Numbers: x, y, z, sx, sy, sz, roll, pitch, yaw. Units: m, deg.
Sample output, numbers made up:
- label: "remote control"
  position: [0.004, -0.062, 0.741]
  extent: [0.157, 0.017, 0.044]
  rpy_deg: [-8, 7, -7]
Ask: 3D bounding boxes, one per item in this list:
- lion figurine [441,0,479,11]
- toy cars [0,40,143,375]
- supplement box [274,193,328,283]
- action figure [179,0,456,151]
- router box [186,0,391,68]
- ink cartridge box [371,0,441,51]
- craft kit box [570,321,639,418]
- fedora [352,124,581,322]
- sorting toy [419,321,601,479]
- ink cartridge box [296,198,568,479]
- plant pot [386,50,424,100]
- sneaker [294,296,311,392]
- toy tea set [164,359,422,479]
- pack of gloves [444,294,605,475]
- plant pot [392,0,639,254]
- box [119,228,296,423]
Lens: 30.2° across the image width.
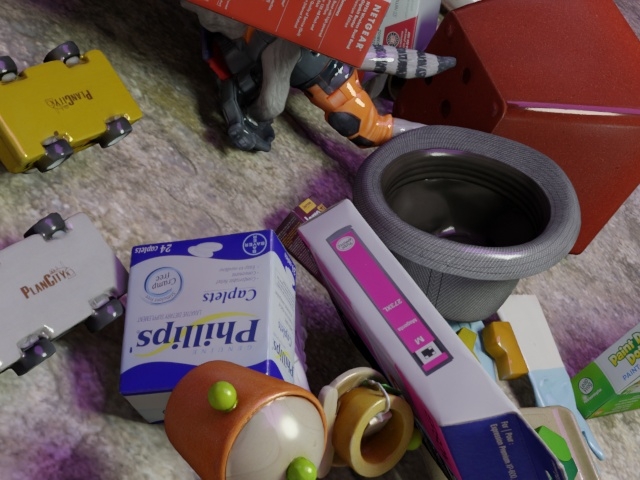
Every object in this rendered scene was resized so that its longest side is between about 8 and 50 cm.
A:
- label: "lion figurine"
  position: [0.232, -0.392, 1.866]
  extent: [0.392, 0.142, 0.240]
  rpy_deg: [60, 28, 2]
- label: "toy cars"
  position: [-0.246, -0.028, 1.005]
  extent: [0.176, 0.087, 0.394]
  rpy_deg: [32, 38, -35]
- label: "supplement box"
  position: [0.000, 0.000, 1.250]
  extent: [0.083, 0.043, 0.055]
  rpy_deg: [43, 34, 3]
- label: "action figure"
  position: [-0.018, -0.240, 1.389]
  extent: [0.330, 0.178, 0.341]
  rpy_deg: [23, 37, -37]
- label: "router box"
  position: [-0.073, -0.341, 1.277]
  extent: [0.301, 0.082, 0.335]
  rpy_deg: [21, 32, -9]
- label: "ink cartridge box"
  position: [0.060, -0.325, 1.541]
  extent: [0.176, 0.128, 0.127]
  rpy_deg: [16, 30, 16]
- label: "craft kit box"
  position: [0.446, 0.111, 1.391]
  extent: [0.249, 0.247, 0.061]
  rpy_deg: [0, 49, -46]
- label: "fedora"
  position: [0.149, -0.006, 1.281]
  extent: [0.243, 0.124, 0.275]
  rpy_deg: [14, 32, 5]
- label: "sorting toy"
  position: [0.196, 0.217, 1.166]
  extent: [0.229, 0.041, 0.307]
  rpy_deg: [3, 59, -43]
- label: "ink cartridge box"
  position: [0.102, 0.129, 1.020]
  extent: [0.371, 0.069, 0.176]
  rpy_deg: [50, -11, 48]
- label: "plant pot"
  position: [0.112, -0.241, 1.610]
  extent: [0.083, 0.083, 0.079]
  rpy_deg: [10, 33, -38]
- label: "sneaker"
  position: [-0.042, 0.097, 1.065]
  extent: [0.115, 0.090, 0.232]
  rpy_deg: [4, 50, -48]
- label: "toy tea set"
  position: [0.006, 0.198, 0.892]
  extent: [0.336, 0.200, 0.124]
  rpy_deg: [9, 11, -44]
- label: "pack of gloves"
  position: [0.207, 0.173, 1.281]
  extent: [0.195, 0.046, 0.232]
  rpy_deg: [1, 61, -45]
- label: "plant pot"
  position: [0.251, -0.162, 1.512]
  extent: [0.235, 0.267, 0.267]
  rpy_deg: [1, 50, -29]
- label: "box"
  position: [-0.090, 0.071, 0.972]
  extent: [0.072, 0.126, 0.137]
  rpy_deg: [63, 23, -59]
